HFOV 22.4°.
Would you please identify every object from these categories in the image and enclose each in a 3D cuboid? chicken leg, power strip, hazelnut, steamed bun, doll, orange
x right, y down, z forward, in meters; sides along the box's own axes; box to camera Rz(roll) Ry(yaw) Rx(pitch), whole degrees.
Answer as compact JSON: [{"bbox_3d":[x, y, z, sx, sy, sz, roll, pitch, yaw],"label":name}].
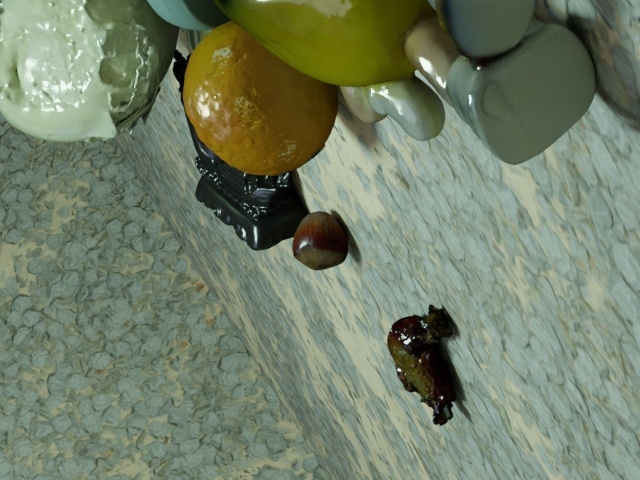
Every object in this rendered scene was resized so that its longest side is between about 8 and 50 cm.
[{"bbox_3d":[0.124,0.136,1.931,0.106,0.051,0.253,49,165,27],"label":"chicken leg"},{"bbox_3d":[-0.139,-0.326,1.714,0.054,0.167,0.253,8,143,24],"label":"power strip"},{"bbox_3d":[0.000,0.000,2.122,0.086,0.086,0.086,58,170,17],"label":"hazelnut"},{"bbox_3d":[-0.316,-0.307,2.301,0.312,0.233,0.334,-69,-4,-52],"label":"steamed bun"},{"bbox_3d":[0.030,-0.217,1.161,0.423,0.161,0.348,55,155,26],"label":"doll"},{"bbox_3d":[-0.063,-0.155,1.740,0.177,0.155,0.177,34,-141,-33],"label":"orange"}]

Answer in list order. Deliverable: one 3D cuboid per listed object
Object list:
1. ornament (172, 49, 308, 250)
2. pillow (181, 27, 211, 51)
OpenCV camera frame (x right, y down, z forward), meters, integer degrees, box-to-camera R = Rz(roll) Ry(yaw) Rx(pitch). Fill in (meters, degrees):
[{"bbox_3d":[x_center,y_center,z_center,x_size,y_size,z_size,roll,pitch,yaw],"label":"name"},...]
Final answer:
[{"bbox_3d":[-0.120,-0.143,2.289,0.251,0.106,0.260,39,148,48],"label":"ornament"},{"bbox_3d":[-0.170,-0.330,2.106,0.208,0.052,0.212,95,151,-63],"label":"pillow"}]
